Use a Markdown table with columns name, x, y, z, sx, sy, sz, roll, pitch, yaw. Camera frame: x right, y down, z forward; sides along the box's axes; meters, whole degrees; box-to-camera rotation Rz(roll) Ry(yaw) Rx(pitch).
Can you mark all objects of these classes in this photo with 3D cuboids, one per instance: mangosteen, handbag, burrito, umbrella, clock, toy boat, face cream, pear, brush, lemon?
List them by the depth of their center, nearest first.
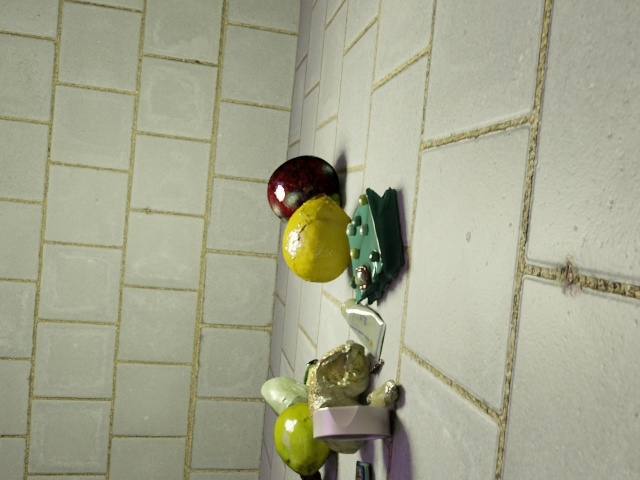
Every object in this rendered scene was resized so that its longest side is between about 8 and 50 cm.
| name | x | y | z | sx | sy | sz | roll | pitch | yaw |
| --- | --- | --- | --- | --- | --- | --- | --- | --- | --- |
| clock | 0.080 | 0.467 | 1.429 | 0.197 | 0.196 | 0.068 | 119 | 153 | -63 |
| burrito | 0.160 | 0.400 | 1.441 | 0.188 | 0.044 | 0.058 | 118 | 148 | -58 |
| toy boat | 0.112 | 0.726 | 1.543 | 0.080 | 0.045 | 0.229 | 161 | 113 | -76 |
| umbrella | 0.156 | 0.349 | 1.554 | 0.031 | 0.020 | 0.083 | -44 | -18 | -38 |
| handbag | 0.136 | 0.012 | 1.579 | 0.269 | 0.100 | 0.274 | 117 | 156 | -59 |
| face cream | 0.129 | 0.245 | 1.641 | 0.224 | 0.070 | 0.114 | -132 | 47 | -62 |
| lemon | 0.000 | 0.000 | 1.899 | 0.253 | 0.253 | 0.311 | -117 | 40 | -69 |
| pear | -0.058 | 0.699 | 1.990 | 0.269 | 0.212 | 0.213 | -109 | 26 | -60 |
| mangosteen | -0.062 | -0.177 | 2.198 | 0.300 | 0.300 | 0.301 | -175 | 90 | -78 |
| brush | -0.038 | 0.602 | 2.322 | 0.060 | 0.068 | 0.297 | 54 | 148 | 39 |

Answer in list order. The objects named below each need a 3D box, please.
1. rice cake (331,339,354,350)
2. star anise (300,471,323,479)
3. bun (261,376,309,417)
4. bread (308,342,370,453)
| name | x | y | z | sx | sy | sz | roll | pitch | yaw |
| --- | --- | --- | --- | --- | --- | --- | --- | --- | --- |
| rice cake | 0.073 | 0.385 | 1.880 | 0.222 | 0.042 | 0.080 | 120 | 157 | -67 |
| star anise | -0.017 | 0.869 | 2.015 | 0.168 | 0.057 | 0.168 | 56 | -176 | -6 |
| bun | -0.101 | 0.650 | 2.256 | 0.283 | 0.179 | 0.283 | 44 | 162 | 19 |
| bread | 0.046 | 0.448 | 1.672 | 0.192 | 0.171 | 0.315 | -174 | 89 | -75 |
